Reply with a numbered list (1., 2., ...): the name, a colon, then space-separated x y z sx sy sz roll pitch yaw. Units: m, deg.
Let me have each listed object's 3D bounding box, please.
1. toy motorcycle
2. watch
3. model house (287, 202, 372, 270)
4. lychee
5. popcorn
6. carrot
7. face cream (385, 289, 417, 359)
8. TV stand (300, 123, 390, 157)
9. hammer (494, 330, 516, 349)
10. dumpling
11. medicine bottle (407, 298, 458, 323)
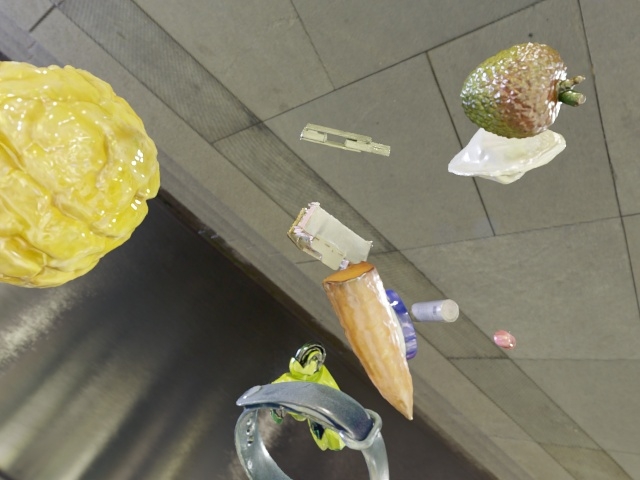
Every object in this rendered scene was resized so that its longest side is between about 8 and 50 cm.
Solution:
1. toy motorcycle: -0.023 0.433 1.143 0.142 0.206 0.342 33 152 53
2. watch: -0.011 0.270 0.549 0.206 0.068 0.192 -23 92 29
3. model house: 0.000 0.000 1.605 0.326 0.169 0.244 34 169 -31
4. lychee: 0.250 -0.185 0.539 0.147 0.114 0.114 9 134 41
5. popcorn: -0.475 -0.121 0.742 0.354 0.389 0.344 -11 163 1
6. carrot: 0.074 0.128 0.535 0.072 0.072 0.204 -24 92 41
7. face cream: 0.178 0.250 1.216 0.111 0.206 0.205 -18 130 -11
8. TV stand: 0.071 -0.276 1.191 0.249 0.036 0.042 13 117 2
9. hammer: 0.455 0.245 1.059 0.043 0.043 0.083 -10 155 35
10. dumpling: 0.374 -0.176 0.896 0.216 0.166 0.126 25 147 28
11. medicine bottle: 0.274 0.188 1.121 0.058 0.057 0.199 40 156 -9
